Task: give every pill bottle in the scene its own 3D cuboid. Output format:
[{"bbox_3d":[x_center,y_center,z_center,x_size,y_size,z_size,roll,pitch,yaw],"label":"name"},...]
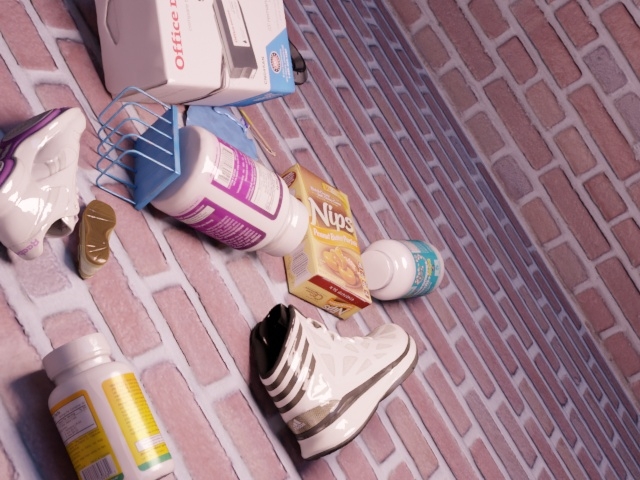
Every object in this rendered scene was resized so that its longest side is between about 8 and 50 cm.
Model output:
[{"bbox_3d":[-0.166,-0.079,1.584,0.301,0.169,0.169,31,36,-41],"label":"pill bottle"},{"bbox_3d":[0.186,0.070,2.026,0.264,0.146,0.146,0,60,-58],"label":"pill bottle"},{"bbox_3d":[-0.285,0.233,1.102,0.117,0.117,0.208,-8,68,-61],"label":"pill bottle"}]

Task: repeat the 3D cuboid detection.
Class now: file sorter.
[{"bbox_3d":[-0.325,-0.165,1.473,0.104,0.118,0.170,27,39,-38],"label":"file sorter"}]

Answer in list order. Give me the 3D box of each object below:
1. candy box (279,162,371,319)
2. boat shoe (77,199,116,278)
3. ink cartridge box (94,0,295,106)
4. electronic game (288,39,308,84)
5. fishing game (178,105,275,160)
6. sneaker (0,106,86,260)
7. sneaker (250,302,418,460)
[{"bbox_3d":[0.000,0.000,1.858,0.183,0.087,0.316,31,37,-41],"label":"candy box"},{"bbox_3d":[-0.359,-0.005,1.330,0.056,0.048,0.153,23,34,-30],"label":"boat shoe"},{"bbox_3d":[-0.246,-0.429,1.699,0.395,0.166,0.286,-11,93,-54],"label":"ink cartridge box"},{"bbox_3d":[-0.124,-0.505,2.248,0.229,0.048,0.229,35,29,-23],"label":"electronic game"},{"bbox_3d":[-0.217,-0.221,1.800,0.189,0.041,0.264,51,32,6],"label":"fishing game"},{"bbox_3d":[-0.423,-0.091,1.269,0.152,0.114,0.305,58,28,-30],"label":"sneaker"},{"bbox_3d":[0.030,0.197,1.603,0.257,0.169,0.447,57,29,-3],"label":"sneaker"}]
